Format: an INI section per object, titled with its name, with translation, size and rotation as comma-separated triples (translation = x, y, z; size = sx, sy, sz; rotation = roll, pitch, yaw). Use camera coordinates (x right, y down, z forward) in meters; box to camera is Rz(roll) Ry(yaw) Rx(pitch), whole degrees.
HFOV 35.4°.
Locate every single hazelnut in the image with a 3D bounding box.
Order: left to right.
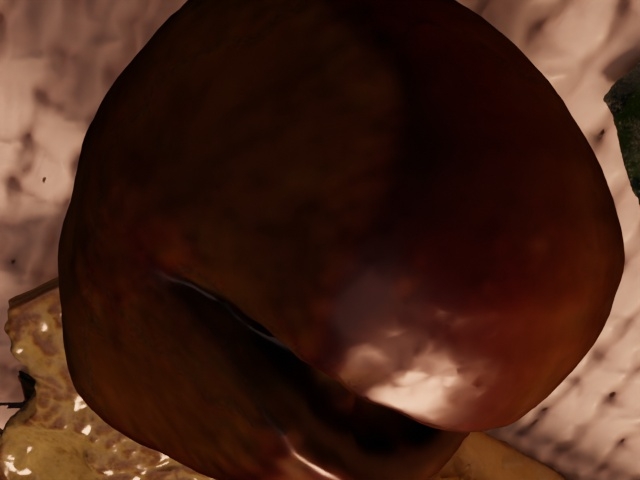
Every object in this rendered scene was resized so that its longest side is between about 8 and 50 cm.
[hazelnut]
translation = 0.000, 0.000, 0.435
size = 0.251, 0.217, 0.217
rotation = -29, 121, 38

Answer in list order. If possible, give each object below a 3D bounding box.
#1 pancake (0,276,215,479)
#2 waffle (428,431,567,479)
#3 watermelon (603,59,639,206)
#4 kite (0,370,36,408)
[pancake]
translation = -0.105, 0.113, 0.605
size = 0.211, 0.029, 0.235
rotation = 26, 113, -16
[waffle]
translation = 0.080, 0.268, 0.701
size = 0.212, 0.091, 0.308
rotation = 29, 128, -16
[watermelon]
translation = 0.195, -0.057, 0.451
size = 0.101, 0.080, 0.155
rotation = 53, 127, 11
[kite]
translation = -0.166, 0.170, 0.657
size = 0.160, 0.010, 0.183
rotation = -8, 101, -4
